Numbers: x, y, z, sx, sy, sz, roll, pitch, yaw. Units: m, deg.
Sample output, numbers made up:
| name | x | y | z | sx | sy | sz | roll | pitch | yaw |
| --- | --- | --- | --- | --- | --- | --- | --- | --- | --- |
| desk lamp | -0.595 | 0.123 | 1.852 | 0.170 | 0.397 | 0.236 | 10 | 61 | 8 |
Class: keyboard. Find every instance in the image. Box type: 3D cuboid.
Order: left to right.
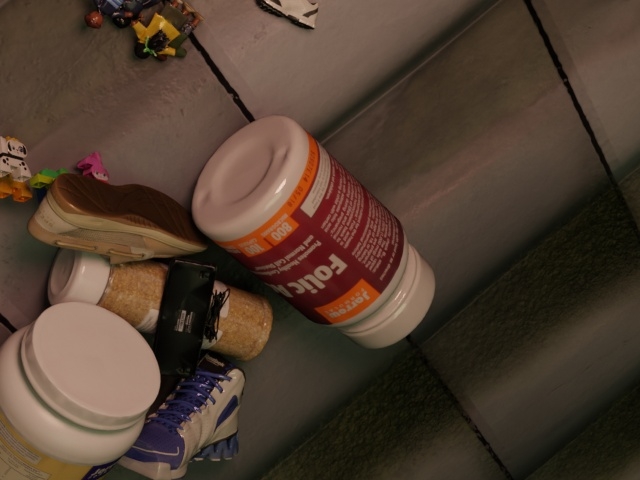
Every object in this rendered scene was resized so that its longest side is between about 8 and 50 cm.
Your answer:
| name | x | y | z | sx | sy | sz | roll | pitch | yaw |
| --- | --- | --- | --- | --- | --- | --- | --- | --- | --- |
| keyboard | -0.201 | 0.121 | 1.680 | 0.100 | 0.038 | 0.192 | 11 | 103 | -9 |

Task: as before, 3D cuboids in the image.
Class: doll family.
| name | x | y | z | sx | sy | sz | roll | pitch | yaw |
| --- | --- | --- | --- | --- | --- | --- | --- | --- | --- |
| doll family | -0.255 | -0.318 | 1.545 | 0.193 | 0.076 | 0.111 | 38 | 99 | -30 |

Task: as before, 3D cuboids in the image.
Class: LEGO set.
| name | x | y | z | sx | sy | sz | roll | pitch | yaw |
| --- | --- | --- | --- | --- | --- | --- | --- | --- | --- |
| LEGO set | -0.409 | -0.108 | 1.564 | 0.087 | 0.093 | 0.227 | -23 | 162 | 26 |

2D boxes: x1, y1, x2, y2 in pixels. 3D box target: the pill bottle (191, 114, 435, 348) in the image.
| name | x | y | z | sx | sy | sz | roll | pitch | yaw |
| --- | --- | --- | --- | --- | --- | --- | --- | --- | --- |
| pill bottle | 0.000 | 0.000 | 1.739 | 0.224 | 0.224 | 0.392 | -47 | 125 | 2 |

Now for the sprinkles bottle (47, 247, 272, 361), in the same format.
| name | x | y | z | sx | sy | sz | roll | pitch | yaw |
| --- | --- | --- | --- | --- | --- | --- | --- | --- | --- |
| sprinkles bottle | -0.249 | 0.096 | 1.728 | 0.355 | 0.121 | 0.121 | 21 | 104 | -33 |

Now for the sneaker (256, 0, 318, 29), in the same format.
| name | x | y | z | sx | sy | sz | roll | pitch | yaw |
| --- | --- | --- | --- | --- | --- | --- | --- | --- | --- |
| sneaker | -0.050 | -0.358 | 1.648 | 0.109 | 0.040 | 0.044 | 17 | 90 | -36 |

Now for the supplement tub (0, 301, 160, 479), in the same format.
| name | x | y | z | sx | sy | sz | roll | pitch | yaw |
| --- | --- | --- | --- | --- | --- | --- | --- | --- | --- |
| supplement tub | -0.409 | 0.271 | 1.613 | 0.241 | 0.241 | 0.331 | 21 | 126 | -33 |

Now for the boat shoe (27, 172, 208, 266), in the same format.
| name | x | y | z | sx | sy | sz | roll | pitch | yaw |
| --- | --- | --- | --- | --- | --- | --- | --- | --- | --- |
| boat shoe | -0.294 | -0.018 | 1.603 | 0.098 | 0.109 | 0.302 | -46 | 148 | 22 |

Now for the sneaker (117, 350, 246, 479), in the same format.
| name | x | y | z | sx | sy | sz | roll | pitch | yaw |
| --- | --- | --- | --- | --- | --- | --- | --- | --- | --- |
| sneaker | -0.221 | 0.278 | 1.799 | 0.315 | 0.127 | 0.182 | -2 | 107 | -67 |
